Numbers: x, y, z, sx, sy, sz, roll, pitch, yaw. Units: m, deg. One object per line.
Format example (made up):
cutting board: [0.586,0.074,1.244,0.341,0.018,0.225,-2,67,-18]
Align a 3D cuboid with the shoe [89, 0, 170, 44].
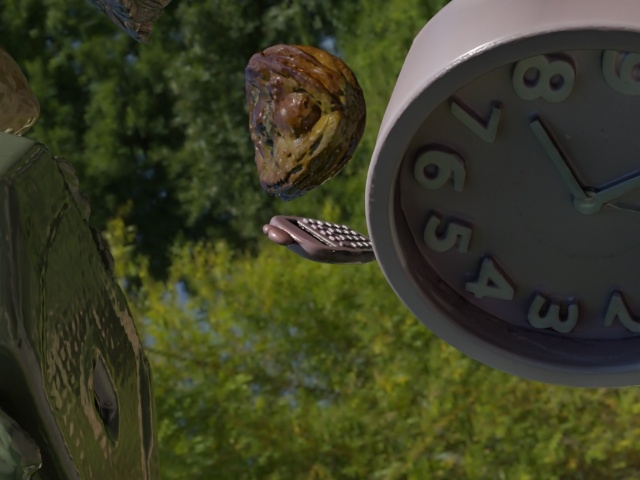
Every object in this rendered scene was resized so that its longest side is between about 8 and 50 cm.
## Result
shoe: [-0.132,-0.209,0.878,0.089,0.092,0.180,42,175,10]

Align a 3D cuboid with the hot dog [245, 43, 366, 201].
hot dog: [-0.028,-0.153,1.593,0.272,0.122,0.196,176,82,-77]

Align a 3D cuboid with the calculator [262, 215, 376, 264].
calculator: [0.000,0.000,1.411,0.166,0.024,0.103,4,-158,-45]

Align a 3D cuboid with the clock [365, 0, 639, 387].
clock: [0.122,-0.026,0.556,0.068,0.197,0.197,-73,-34,-51]

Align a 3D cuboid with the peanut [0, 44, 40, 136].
peanut: [-0.419,-0.172,1.186,0.313,0.149,0.149,17,-136,-27]

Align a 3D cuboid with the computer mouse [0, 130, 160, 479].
computer mouse: [-0.194,0.113,0.759,0.228,0.145,0.429,-97,-3,-46]
